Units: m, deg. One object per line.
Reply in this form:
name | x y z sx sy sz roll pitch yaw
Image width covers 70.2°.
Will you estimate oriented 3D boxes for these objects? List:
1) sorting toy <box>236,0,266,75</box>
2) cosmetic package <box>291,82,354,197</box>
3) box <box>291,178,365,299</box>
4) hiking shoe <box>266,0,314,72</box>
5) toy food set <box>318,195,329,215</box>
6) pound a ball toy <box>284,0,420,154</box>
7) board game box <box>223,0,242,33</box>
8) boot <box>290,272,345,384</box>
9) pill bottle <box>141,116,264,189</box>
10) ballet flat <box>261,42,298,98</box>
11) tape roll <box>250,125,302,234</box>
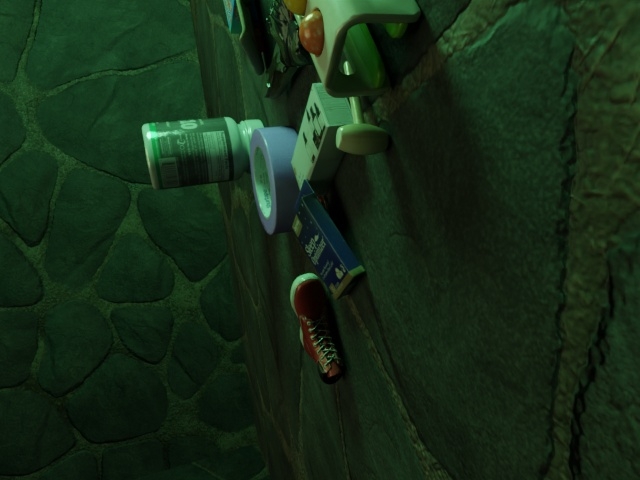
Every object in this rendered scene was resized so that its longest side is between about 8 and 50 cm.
sorting toy | -0.188 -0.588 1.144 0.307 0.041 0.229 44 -143 -83
cosmetic package | -0.002 -0.185 0.885 0.239 0.060 0.099 116 142 -61
box | 0.000 0.000 0.923 0.225 0.036 0.136 59 156 17
hiking shoe | -0.069 -0.442 0.866 0.114 0.086 0.227 1 102 46
toy food set | -0.002 -0.064 1.009 0.082 0.020 0.083 -155 57 -69
pound a ball toy | 0.013 -0.302 0.656 0.208 0.136 0.319 112 145 -58
board game box | -0.262 -0.773 1.399 0.210 0.047 0.160 136 122 -69
boot | 0.003 0.208 1.041 0.176 0.088 0.244 -126 23 -53
pill bottle | -0.360 -0.281 1.442 0.204 0.361 0.204 170 90 -72
ballet flat | -0.079 -0.395 1.037 0.250 0.058 0.084 152 112 -66
tape roll | -0.111 -0.156 1.189 0.275 0.090 0.274 171 90 -72
